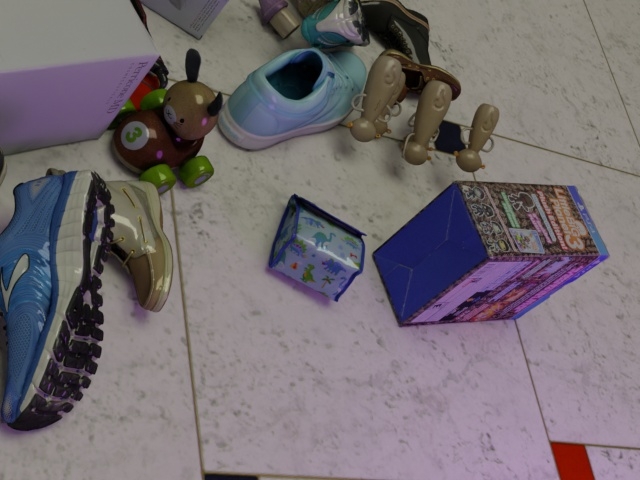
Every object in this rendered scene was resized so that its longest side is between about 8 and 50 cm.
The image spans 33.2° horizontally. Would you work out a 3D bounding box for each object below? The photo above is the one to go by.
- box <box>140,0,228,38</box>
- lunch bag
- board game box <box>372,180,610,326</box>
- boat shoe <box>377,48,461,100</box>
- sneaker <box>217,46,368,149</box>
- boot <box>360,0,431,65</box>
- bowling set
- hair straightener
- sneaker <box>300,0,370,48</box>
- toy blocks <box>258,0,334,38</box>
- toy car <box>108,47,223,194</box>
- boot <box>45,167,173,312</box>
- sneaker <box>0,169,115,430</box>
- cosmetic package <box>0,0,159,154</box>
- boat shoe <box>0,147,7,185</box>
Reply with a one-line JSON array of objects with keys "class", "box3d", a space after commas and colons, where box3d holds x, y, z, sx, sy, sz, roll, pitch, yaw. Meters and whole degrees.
[{"class": "box", "box3d": [-0.216, -0.496, 1.733, 0.231, 0.262, 0.127, 30, 45, -16]}, {"class": "lunch bag", "box3d": [0.000, 0.000, 1.668, 0.129, 0.096, 0.151, 30, 31, -14]}, {"class": "board game box", "box3d": [0.279, 0.023, 1.764, 0.291, 0.232, 0.141, 0, 60, -39]}, {"class": "boat shoe", "box3d": [0.190, -0.305, 2.051, 0.178, 0.064, 0.060, 20, 34, -18]}, {"class": "sneaker", "box3d": [-0.008, -0.263, 1.807, 0.135, 0.150, 0.366, 50, 43, 2]}, {"class": "boot", "box3d": [0.144, -0.394, 2.086, 0.198, 0.077, 0.137, 10, 59, -32]}, {"class": "bowling set", "box3d": [0.161, -0.215, 1.942, 0.287, 0.200, 0.154, 22, 90, -20]}, {"class": "hair straightener", "box3d": [-0.307, -0.320, 1.686, 0.089, 0.047, 0.230, -12, 76, -46]}, {"class": "sneaker", "box3d": [0.024, -0.390, 1.920, 0.275, 0.110, 0.107, -48, 124, -78]}, {"class": "toy blocks", "box3d": [-0.029, -0.562, 1.917, 0.260, 0.288, 0.309, 50, 45, -3]}, {"class": "toy car", "box3d": [-0.207, -0.182, 1.561, 0.149, 0.188, 0.155, -19, 72, -45]}, {"class": "boot", "box3d": [-0.290, -0.002, 1.446, 0.165, 0.077, 0.213, 10, 49, -34]}, {"class": "sneaker", "box3d": [-0.351, 0.072, 1.324, 0.147, 0.130, 0.330, 0, 67, 11]}, {"class": "cosmetic package", "box3d": [-0.432, -0.221, 1.396, 0.385, 0.217, 0.156, -16, 71, -42]}, {"class": "boat shoe", "box3d": [-0.433, -0.056, 1.305, 0.075, 0.065, 0.206, 0, 46, 1]}]
